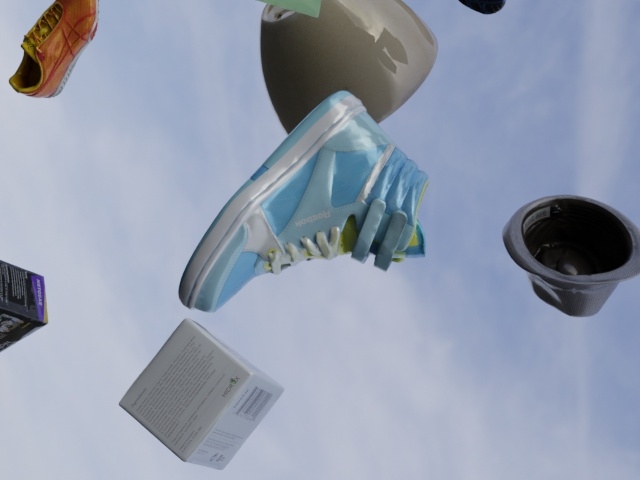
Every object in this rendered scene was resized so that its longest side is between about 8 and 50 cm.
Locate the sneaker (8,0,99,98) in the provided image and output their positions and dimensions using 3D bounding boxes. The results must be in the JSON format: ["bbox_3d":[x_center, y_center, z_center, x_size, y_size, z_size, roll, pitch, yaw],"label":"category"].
[{"bbox_3d":[-0.316,-0.243,1.385,0.064,0.067,0.175,41,-65,29],"label":"sneaker"}]

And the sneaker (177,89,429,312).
[{"bbox_3d":[0.000,0.000,1.340,0.208,0.319,0.127,40,-7,7],"label":"sneaker"}]

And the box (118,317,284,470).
[{"bbox_3d":[-0.105,0.140,1.048,0.087,0.102,0.101,38,-3,21],"label":"box"}]

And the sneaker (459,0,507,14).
[{"bbox_3d":[0.221,-0.444,1.915,0.211,0.081,0.080,34,-50,10],"label":"sneaker"}]

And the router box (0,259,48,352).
[{"bbox_3d":[-0.561,0.111,1.557,0.308,0.243,0.081,-29,-124,25],"label":"router box"}]

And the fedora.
[{"bbox_3d":[0.433,0.040,1.993,0.275,0.243,0.124,-111,-164,-53],"label":"fedora"}]

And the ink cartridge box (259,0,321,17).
[{"bbox_3d":[-0.073,-0.392,1.488,0.056,0.235,0.171,22,-79,59],"label":"ink cartridge box"}]

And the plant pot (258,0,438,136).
[{"bbox_3d":[0.012,-0.308,1.802,0.191,0.284,0.284,50,-14,-30],"label":"plant pot"}]
